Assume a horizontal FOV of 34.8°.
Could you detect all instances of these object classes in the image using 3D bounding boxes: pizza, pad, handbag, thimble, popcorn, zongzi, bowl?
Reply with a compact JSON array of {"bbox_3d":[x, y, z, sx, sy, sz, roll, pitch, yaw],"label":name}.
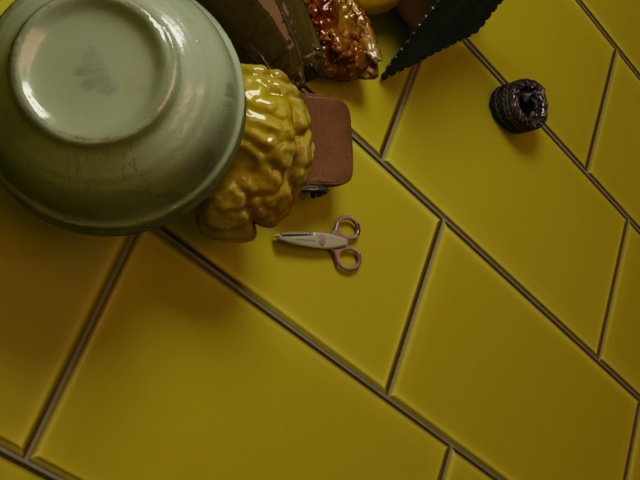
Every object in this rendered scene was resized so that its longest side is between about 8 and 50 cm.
[{"bbox_3d":[-0.014,-0.342,1.508,0.305,0.085,0.161,44,56,-27],"label":"pizza"},{"bbox_3d":[0.236,-0.374,1.623,0.269,0.270,0.012,-31,79,-38],"label":"pad"},{"bbox_3d":[-0.042,-0.135,1.450,0.193,0.072,0.151,3,80,-45],"label":"handbag"},{"bbox_3d":[0.362,-0.242,1.857,0.104,0.066,0.095,-14,90,-41],"label":"thimble"},{"bbox_3d":[-0.110,-0.118,1.296,0.200,0.203,0.226,-28,128,-11],"label":"popcorn"},{"bbox_3d":[-0.056,-0.373,1.368,0.274,0.145,0.300,43,71,-14],"label":"zongzi"},{"bbox_3d":[-0.234,-0.164,1.111,0.307,0.163,0.307,1,81,-4],"label":"bowl"}]

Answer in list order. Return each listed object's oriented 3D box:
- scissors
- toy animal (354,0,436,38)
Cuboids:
[{"bbox_3d":[0.000,0.000,1.497,0.176,0.022,0.086,6,81,-46],"label":"scissors"},{"bbox_3d":[0.175,-0.458,1.592,0.345,0.246,0.278,51,58,-30],"label":"toy animal"}]
